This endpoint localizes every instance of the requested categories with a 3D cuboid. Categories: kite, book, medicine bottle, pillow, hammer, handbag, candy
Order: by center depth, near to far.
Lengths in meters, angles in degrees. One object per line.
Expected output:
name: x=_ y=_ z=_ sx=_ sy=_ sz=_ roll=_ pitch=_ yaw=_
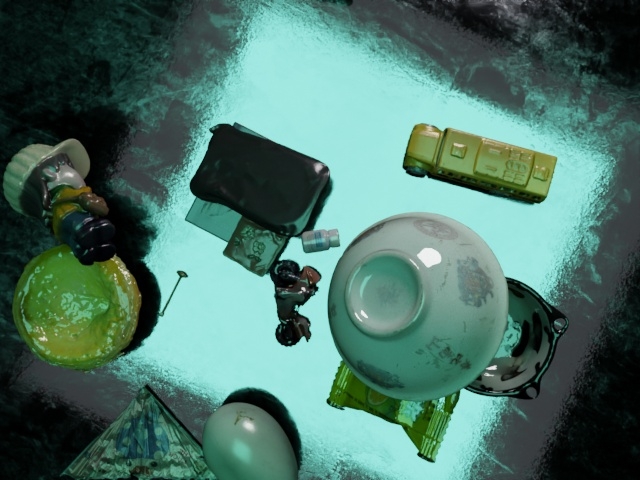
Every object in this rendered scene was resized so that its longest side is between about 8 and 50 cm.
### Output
candy: x=0.163 y=0.360 z=1.682 sx=0.297 sy=0.081 sz=0.187 roll=22 pitch=90 yaw=25
handbag: x=-0.147 y=-0.141 z=1.683 sx=0.332 sy=0.075 sz=0.192 roll=24 pitch=86 yaw=20
pillow: x=-0.128 y=-0.038 z=1.724 sx=0.126 sy=0.043 sz=0.233 roll=30 pitch=91 yaw=5
medicine bottle: x=0.000 y=0.000 z=1.737 sx=0.089 sy=0.052 sz=0.052 roll=-9 pitch=89 yaw=2
book: x=-0.184 y=-0.125 z=1.761 sx=0.190 sy=0.025 sz=0.269 roll=28 pitch=91 yaw=2
kite: x=-0.429 y=0.536 z=1.771 sx=0.405 sy=0.014 sz=0.369 roll=0 pitch=90 yaw=2
hammer: x=-0.361 y=0.130 z=1.774 sx=0.029 sy=0.014 sz=0.123 roll=28 pitch=93 yaw=11

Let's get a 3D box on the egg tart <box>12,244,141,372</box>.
egg tart: x=-0.566 y=0.152 z=1.730 sx=0.314 sy=0.120 sz=0.315 roll=0 pitch=87 yaw=3

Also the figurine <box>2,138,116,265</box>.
figurine: x=-0.600 y=-0.085 z=1.660 sx=0.204 sy=0.185 sz=0.332 roll=-10 pitch=47 yaw=-25

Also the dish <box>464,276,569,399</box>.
dish: x=0.396 y=0.214 z=1.683 sx=0.302 sy=0.120 sz=0.303 roll=0 pitch=92 yaw=3

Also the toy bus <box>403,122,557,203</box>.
toy bus: x=0.366 y=-0.181 z=1.688 sx=0.335 sy=0.123 sz=0.121 roll=16 pitch=90 yaw=2

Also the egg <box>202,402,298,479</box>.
egg: x=-0.157 y=0.491 z=1.675 sx=0.183 sy=0.183 sz=0.264 roll=-40 pitch=94 yaw=2

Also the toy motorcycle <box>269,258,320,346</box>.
toy motorcycle: x=-0.055 y=0.146 z=1.722 sx=0.118 sy=0.084 sz=0.213 roll=-6 pitch=103 yaw=-10

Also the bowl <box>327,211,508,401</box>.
bowl: x=0.170 y=0.126 z=1.578 sx=0.434 sy=0.196 sz=0.435 roll=-6 pitch=76 yaw=25
